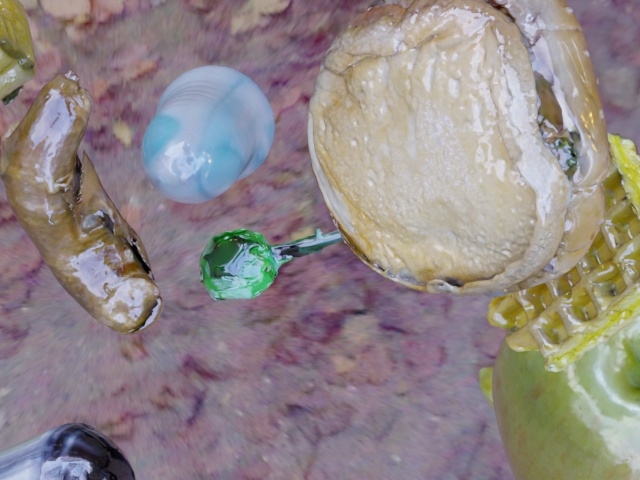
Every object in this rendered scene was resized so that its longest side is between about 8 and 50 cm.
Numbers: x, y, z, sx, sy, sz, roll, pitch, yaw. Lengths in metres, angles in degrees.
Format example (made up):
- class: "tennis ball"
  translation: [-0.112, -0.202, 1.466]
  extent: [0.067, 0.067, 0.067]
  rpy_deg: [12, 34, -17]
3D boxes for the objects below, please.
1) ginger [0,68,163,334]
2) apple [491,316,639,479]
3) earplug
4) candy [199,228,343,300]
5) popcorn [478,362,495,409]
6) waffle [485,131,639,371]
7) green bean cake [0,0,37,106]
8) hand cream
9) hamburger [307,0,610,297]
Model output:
- class: "ginger"
  translation: [-0.269, -0.031, 1.444]
  extent: [0.107, 0.133, 0.309]
  rpy_deg: [-48, 129, -35]
- class: "apple"
  translation: [0.366, 0.186, 1.499]
  extent: [0.338, 0.305, 0.338]
  rpy_deg: [-5, 51, 6]
- class: "earplug"
  translation: [-0.171, -0.130, 1.864]
  extent: [0.185, 0.324, 0.185]
  rpy_deg: [1, 107, 3]
- class: "candy"
  translation: [0.001, 0.001, 1.630]
  extent: [0.323, 0.097, 0.097]
  rpy_deg: [-17, 90, 15]
- class: "popcorn"
  translation: [0.389, 0.159, 1.967]
  extent: [0.286, 0.225, 0.174]
  rpy_deg: [-36, 86, 33]
- class: "waffle"
  translation: [0.230, 0.020, 1.231]
  extent: [0.055, 0.211, 0.160]
  rpy_deg: [10, 51, -35]
- class: "green bean cake"
  translation: [-0.477, -0.296, 1.685]
  extent: [0.131, 0.229, 0.224]
  rpy_deg: [-33, 57, 15]
- class: "hand cream"
  translation: [-0.171, 0.137, 0.585]
  extent: [0.235, 0.055, 0.086]
  rpy_deg: [-27, 103, 29]
- class: "hamburger"
  translation: [0.106, -0.067, 0.994]
  extent: [0.146, 0.286, 0.243]
  rpy_deg: [-17, 46, -36]
